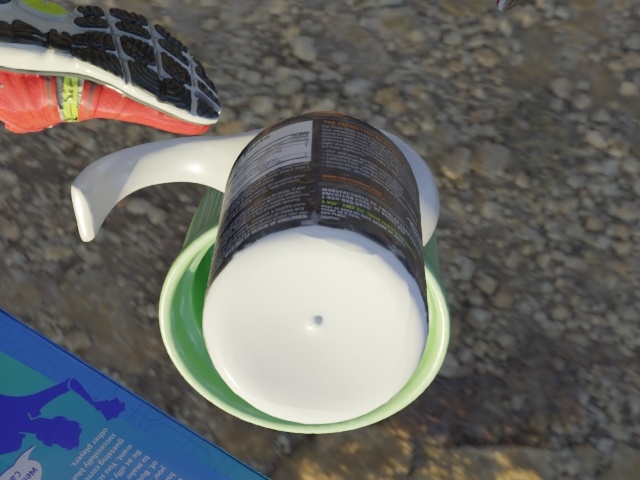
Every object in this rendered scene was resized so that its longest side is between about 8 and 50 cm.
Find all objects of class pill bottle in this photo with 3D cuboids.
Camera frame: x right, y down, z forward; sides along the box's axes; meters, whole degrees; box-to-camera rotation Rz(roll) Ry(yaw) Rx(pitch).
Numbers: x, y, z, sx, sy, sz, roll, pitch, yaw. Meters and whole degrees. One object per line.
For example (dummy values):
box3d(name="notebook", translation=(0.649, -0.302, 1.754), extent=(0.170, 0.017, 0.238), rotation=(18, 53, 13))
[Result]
box3d(name="pill bottle", translation=(0.000, 0.000, 1.076), extent=(0.130, 0.246, 0.130), rotation=(1, 115, 1))

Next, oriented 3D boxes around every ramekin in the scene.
box3d(name="ramekin", translation=(-0.012, 0.046, 1.837), extent=(0.303, 0.148, 0.303), rotation=(2, 127, 3))

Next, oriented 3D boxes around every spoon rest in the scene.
box3d(name="spoon rest", translation=(-0.046, -0.039, 1.319), extent=(0.276, 0.084, 0.137), rotation=(3, 130, 9))

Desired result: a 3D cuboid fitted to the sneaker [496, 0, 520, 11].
box3d(name="sneaker", translation=(0.212, -0.313, 1.928), extent=(0.067, 0.042, 0.118), rotation=(31, 71, 11))

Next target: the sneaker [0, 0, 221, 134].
box3d(name="sneaker", translation=(-0.226, -0.141, 1.510), extent=(0.279, 0.107, 0.118), rotation=(15, 131, -18))

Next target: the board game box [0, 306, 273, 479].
box3d(name="board game box", translation=(-0.104, 0.128, 0.624), extent=(0.160, 0.210, 0.047), rotation=(-48, 150, -22))
